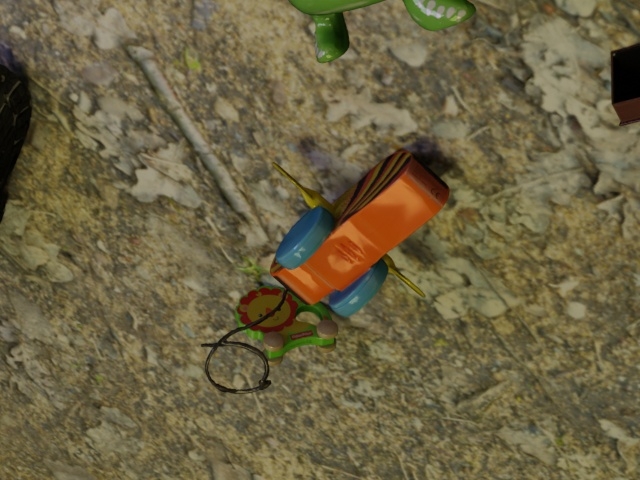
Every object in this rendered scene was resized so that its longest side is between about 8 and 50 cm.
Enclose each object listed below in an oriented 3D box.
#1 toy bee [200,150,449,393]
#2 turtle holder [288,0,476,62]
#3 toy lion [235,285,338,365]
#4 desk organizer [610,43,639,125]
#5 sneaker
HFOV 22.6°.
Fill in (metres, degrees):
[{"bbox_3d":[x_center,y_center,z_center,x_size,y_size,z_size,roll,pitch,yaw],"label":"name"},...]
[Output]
[{"bbox_3d":[0.000,0.000,1.615,0.298,0.162,0.195,-22,113,14],"label":"toy bee"},{"bbox_3d":[0.052,-0.291,1.238,0.227,0.243,0.320,64,170,-15],"label":"turtle holder"},{"bbox_3d":[-0.040,0.087,1.758,0.100,0.096,0.034,-12,139,-15],"label":"toy lion"},{"bbox_3d":[0.305,-0.143,1.352,0.130,0.047,0.050,-13,122,38],"label":"desk organizer"},{"bbox_3d":[-0.418,-0.087,1.754,0.147,0.130,0.330,28,139,-2],"label":"sneaker"}]
